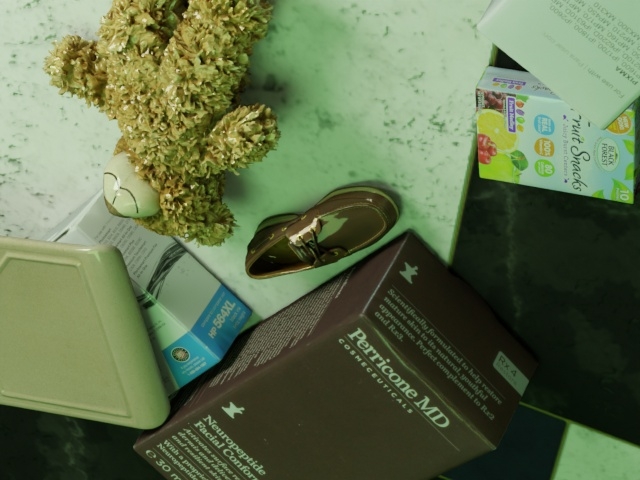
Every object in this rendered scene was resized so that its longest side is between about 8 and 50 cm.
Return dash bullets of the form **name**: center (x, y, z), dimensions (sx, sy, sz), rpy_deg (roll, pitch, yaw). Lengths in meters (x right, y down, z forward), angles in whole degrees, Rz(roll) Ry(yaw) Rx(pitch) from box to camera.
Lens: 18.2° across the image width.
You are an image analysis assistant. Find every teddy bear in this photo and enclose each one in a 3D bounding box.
- **teddy bear**: center (-0.142, -0.132, 1.825), dimensions (0.245, 0.113, 0.338), rpy_deg (35, 136, 0)

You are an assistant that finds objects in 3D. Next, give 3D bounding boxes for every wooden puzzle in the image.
- **wooden puzzle**: center (-0.277, 0.084, 2.015), dimensions (0.239, 0.044, 0.221), rpy_deg (3, 125, 27)

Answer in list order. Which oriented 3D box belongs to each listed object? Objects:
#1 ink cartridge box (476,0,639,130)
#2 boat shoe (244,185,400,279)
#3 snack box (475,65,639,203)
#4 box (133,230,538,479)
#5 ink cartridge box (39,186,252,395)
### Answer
- **ink cartridge box**: center (0.270, -0.253, 1.408), dimensions (0.131, 0.226, 0.306), rpy_deg (39, 135, -7)
- **boat shoe**: center (0.000, 0.000, 1.897), dimensions (0.178, 0.060, 0.064), rpy_deg (-19, 117, 39)
- **snack box**: center (0.206, -0.091, 1.720), dimensions (0.141, 0.037, 0.100), rpy_deg (11, 133, 20)
- **box**: center (0.009, 0.165, 1.984), dimensions (0.191, 0.143, 0.381), rpy_deg (45, 133, -12)
- **ink cartridge box**: center (-0.196, 0.058, 2.037), dimensions (0.203, 0.086, 0.148), rpy_deg (45, 136, -11)
